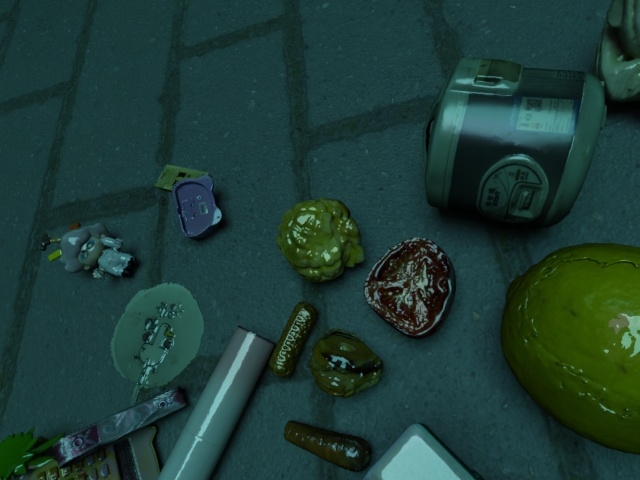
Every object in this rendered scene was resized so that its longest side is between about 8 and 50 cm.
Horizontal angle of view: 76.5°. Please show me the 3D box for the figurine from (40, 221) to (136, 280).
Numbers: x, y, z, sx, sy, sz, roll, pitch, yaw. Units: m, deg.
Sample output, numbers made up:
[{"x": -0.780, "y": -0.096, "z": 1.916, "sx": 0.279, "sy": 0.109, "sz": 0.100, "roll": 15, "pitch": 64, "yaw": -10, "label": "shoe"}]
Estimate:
[{"x": -0.562, "y": 0.025, "z": 1.006, "sx": 0.229, "sy": 0.112, "sz": 0.137, "roll": 21, "pitch": 82, "yaw": 10, "label": "figurine"}]

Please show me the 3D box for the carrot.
[{"x": 0.010, "y": 0.360, "z": 0.720, "sx": 0.162, "sy": 0.055, "sz": 0.055, "roll": 9, "pitch": 69, "yaw": 22, "label": "carrot"}]

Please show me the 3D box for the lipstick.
[{"x": -0.197, "y": 0.329, "z": 0.772, "sx": 0.087, "sy": 0.087, "sz": 0.326, "roll": 20, "pitch": 73, "yaw": 23, "label": "lipstick"}]

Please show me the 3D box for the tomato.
[{"x": 0.182, "y": 0.091, "z": 0.772, "sx": 0.166, "sy": 0.082, "sz": 0.174, "roll": 36, "pitch": 85, "yaw": 31, "label": "tomato"}]

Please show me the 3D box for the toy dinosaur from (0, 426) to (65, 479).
[{"x": -0.547, "y": 0.469, "z": 0.792, "sx": 0.152, "sy": 0.177, "sz": 0.194, "roll": -16, "pitch": 34, "yaw": 14, "label": "toy dinosaur"}]

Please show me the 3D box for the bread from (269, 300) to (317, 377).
[{"x": -0.054, "y": 0.197, "z": 0.814, "sx": 0.052, "sy": 0.044, "sz": 0.157, "roll": 20, "pitch": 74, "yaw": 17, "label": "bread"}]

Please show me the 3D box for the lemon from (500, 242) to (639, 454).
[{"x": 0.415, "y": 0.142, "z": 0.571, "sx": 0.297, "sy": 0.297, "sz": 0.296, "roll": -6, "pitch": 65, "yaw": 13, "label": "lemon"}]

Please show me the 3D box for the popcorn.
[{"x": 0.000, "y": 0.000, "z": 0.830, "sx": 0.180, "sy": 0.170, "sz": 0.179, "roll": 0, "pitch": 90, "yaw": 49, "label": "popcorn"}]

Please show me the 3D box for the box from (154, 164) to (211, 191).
[{"x": -0.366, "y": -0.158, "z": 1.076, "sx": 0.149, "sy": 0.020, "sz": 0.073, "roll": 15, "pitch": 73, "yaw": 21, "label": "box"}]

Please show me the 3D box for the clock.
[{"x": -0.293, "y": -0.080, "z": 0.991, "sx": 0.110, "sy": 0.050, "sz": 0.152, "roll": -20, "pitch": 73, "yaw": 3, "label": "clock"}]

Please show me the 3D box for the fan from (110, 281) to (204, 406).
[{"x": -0.388, "y": 0.288, "z": 0.888, "sx": 0.233, "sy": 0.012, "sz": 0.414, "roll": 5, "pitch": 68, "yaw": 18, "label": "fan"}]

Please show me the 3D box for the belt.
[{"x": -0.380, "y": 0.354, "z": 0.783, "sx": 0.232, "sy": 0.071, "sz": 0.053, "roll": -19, "pitch": 66, "yaw": -31, "label": "belt"}]

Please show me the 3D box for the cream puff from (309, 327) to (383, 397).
[{"x": 0.045, "y": 0.227, "z": 0.737, "sx": 0.133, "sy": 0.119, "sz": 0.104, "roll": 15, "pitch": 102, "yaw": -15, "label": "cream puff"}]

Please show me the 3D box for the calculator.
[{"x": -0.412, "y": 0.450, "z": 0.749, "sx": 0.237, "sy": 0.033, "sz": 0.157, "roll": -11, "pitch": 57, "yaw": -32, "label": "calculator"}]

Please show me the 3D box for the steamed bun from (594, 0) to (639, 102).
[{"x": 0.709, "y": -0.390, "z": 0.736, "sx": 0.347, "sy": 0.394, "sz": 0.237, "roll": -17, "pitch": 26, "yaw": 50, "label": "steamed bun"}]

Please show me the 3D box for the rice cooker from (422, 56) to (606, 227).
[{"x": 0.326, "y": -0.174, "z": 0.737, "sx": 0.277, "sy": 0.288, "sz": 0.288, "roll": 15, "pitch": 72, "yaw": 19, "label": "rice cooker"}]

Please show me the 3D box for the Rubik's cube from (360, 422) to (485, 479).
[{"x": 0.136, "y": 0.453, "z": 0.489, "sx": 0.319, "sy": 0.322, "sz": 0.316, "roll": -45, "pitch": 64, "yaw": -7, "label": "Rubik's cube"}]
